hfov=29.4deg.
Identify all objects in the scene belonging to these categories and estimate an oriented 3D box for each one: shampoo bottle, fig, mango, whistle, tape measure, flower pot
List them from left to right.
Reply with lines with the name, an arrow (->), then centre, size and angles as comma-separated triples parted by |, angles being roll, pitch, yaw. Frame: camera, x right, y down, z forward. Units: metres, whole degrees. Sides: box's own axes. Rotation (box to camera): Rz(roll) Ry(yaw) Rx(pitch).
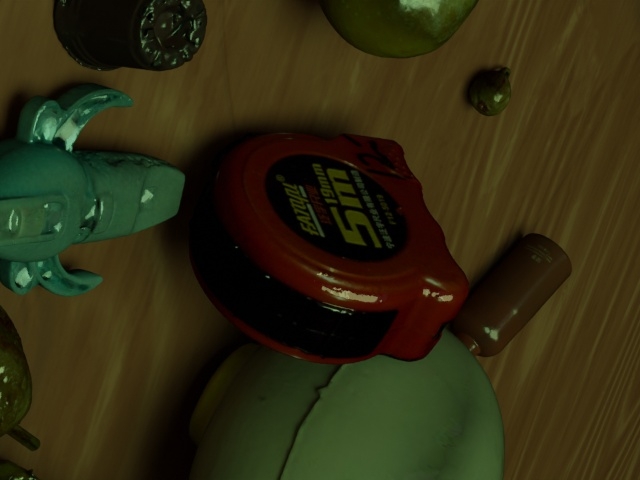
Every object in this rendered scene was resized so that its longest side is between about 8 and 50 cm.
whistle -> -0.221, -0.035, 1.007 | 0.274, 0.093, 0.186 | -7, 116, -50
flower pot -> -0.146, -0.181, 1.001 | 0.111, 0.089, 0.111 | -27, 129, -38
tape measure -> 0.000, 0.001, 1.161 | 0.260, 0.253, 0.114 | 4, 132, -29
mango -> 0.089, -0.332, 1.141 | 0.176, 0.176, 0.329 | 69, 34, -71
shampoo bottle -> 0.228, 0.095, 1.599 | 0.244, 0.085, 0.085 | -45, 138, -19
fig -> 0.207, -0.182, 1.446 | 0.083, 0.050, 0.050 | -53, 144, -42

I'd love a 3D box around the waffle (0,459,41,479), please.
waffle -> -0.207, 0.335, 1.095 | 0.151, 0.261, 0.324 | -46, 137, -9

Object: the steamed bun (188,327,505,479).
steamed bun -> 0.029, 0.243, 1.256 | 0.374, 0.334, 0.334 | -51, 142, -32

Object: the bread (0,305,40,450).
bread -> -0.304, 0.071, 0.905 | 0.124, 0.084, 0.344 | -46, 134, -11
